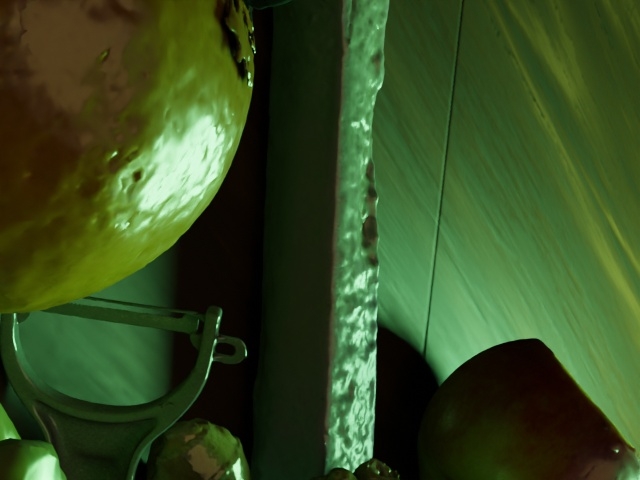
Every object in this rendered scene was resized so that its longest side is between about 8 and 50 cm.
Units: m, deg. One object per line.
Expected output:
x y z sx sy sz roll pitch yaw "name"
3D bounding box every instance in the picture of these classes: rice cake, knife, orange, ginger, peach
-0.001 -0.001 0.818 0.064 0.070 0.398 -1 94 -51 "rice cake"
-0.114 0.161 0.665 0.053 0.123 0.277 -52 151 -82 "knife"
-0.134 -0.071 0.489 0.219 0.219 0.193 44 57 -48 "orange"
-0.015 0.161 0.743 0.133 0.059 0.214 -35 119 -5 "ginger"
0.170 0.163 0.977 0.192 0.190 0.190 -25 115 -31 "peach"

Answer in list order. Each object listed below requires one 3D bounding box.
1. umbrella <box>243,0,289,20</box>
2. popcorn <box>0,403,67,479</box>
-0.105 -0.222 0.538 0.349 0.094 0.143 41 81 -37 "umbrella"
-0.200 0.125 0.399 0.293 0.237 0.292 -163 -90 -83 "popcorn"
